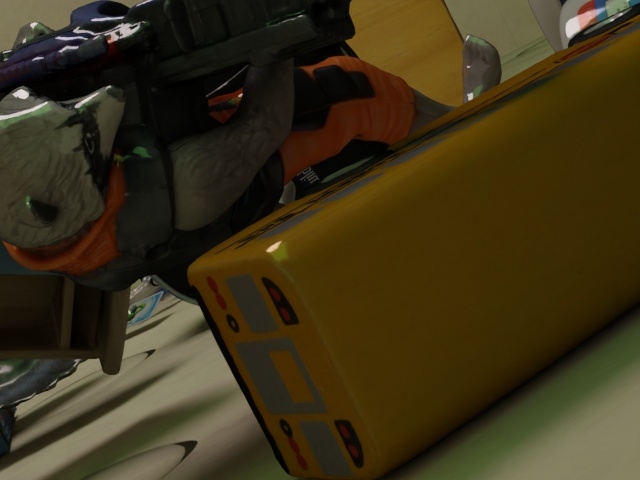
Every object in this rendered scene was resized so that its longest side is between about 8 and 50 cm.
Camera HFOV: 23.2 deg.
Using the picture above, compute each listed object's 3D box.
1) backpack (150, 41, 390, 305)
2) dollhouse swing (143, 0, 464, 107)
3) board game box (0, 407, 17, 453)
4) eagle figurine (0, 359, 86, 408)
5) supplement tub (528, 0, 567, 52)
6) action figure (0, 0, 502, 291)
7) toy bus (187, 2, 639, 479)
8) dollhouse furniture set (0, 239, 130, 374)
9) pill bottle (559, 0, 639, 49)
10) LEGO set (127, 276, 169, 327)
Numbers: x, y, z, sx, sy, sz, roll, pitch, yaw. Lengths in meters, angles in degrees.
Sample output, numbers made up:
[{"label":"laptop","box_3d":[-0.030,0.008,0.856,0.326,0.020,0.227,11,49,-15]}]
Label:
[{"label":"backpack","box_3d":[-0.062,-0.069,1.354,0.253,0.225,0.191,-37,2,1]},{"label":"dollhouse swing","box_3d":[-0.014,-0.227,1.879,0.305,0.347,0.315,-28,6,-1]},{"label":"board game box","box_3d":[-0.332,0.179,1.285,0.160,0.039,0.211,-28,5,-7]},{"label":"eagle figurine","box_3d":[-0.312,0.079,1.207,0.298,0.226,0.225,2,-51,-27]},{"label":"supplement tub","box_3d":[0.318,-0.241,1.100,0.316,0.228,0.228,-22,7,37]},{"label":"action figure","box_3d":[-0.033,-0.048,0.810,0.341,0.178,0.330,-14,-5,41]},{"label":"toy bus","box_3d":[0.103,-0.020,0.713,0.333,0.108,0.130,-30,7,-27]},{"label":"dollhouse furniture set","box_3d":[-0.197,0.113,0.884,0.198,0.286,0.303,1,25,-16]},{"label":"pill bottle","box_3d":[0.259,-0.127,0.880,0.221,0.124,0.124,-24,7,26]},{"label":"LEGO set","box_3d":[-0.189,0.068,1.641,0.244,0.060,0.182,-25,24,26]}]
